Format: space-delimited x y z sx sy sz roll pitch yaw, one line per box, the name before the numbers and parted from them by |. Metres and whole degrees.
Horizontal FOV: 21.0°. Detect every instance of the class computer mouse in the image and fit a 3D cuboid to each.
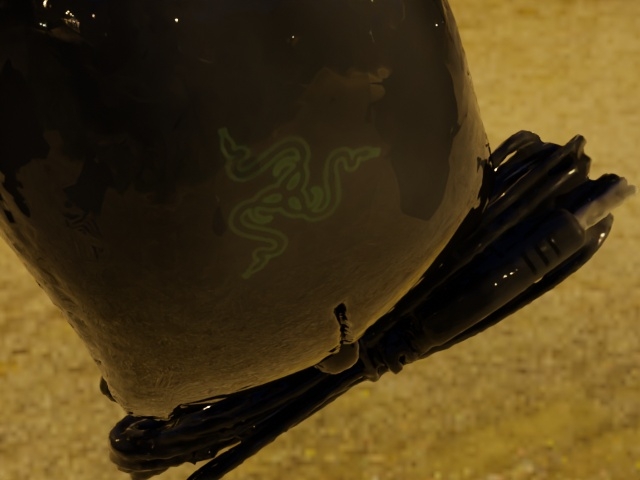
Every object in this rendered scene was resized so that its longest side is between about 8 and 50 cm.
computer mouse | 0.000 0.000 0.451 0.188 0.272 0.072 -33 65 -1
